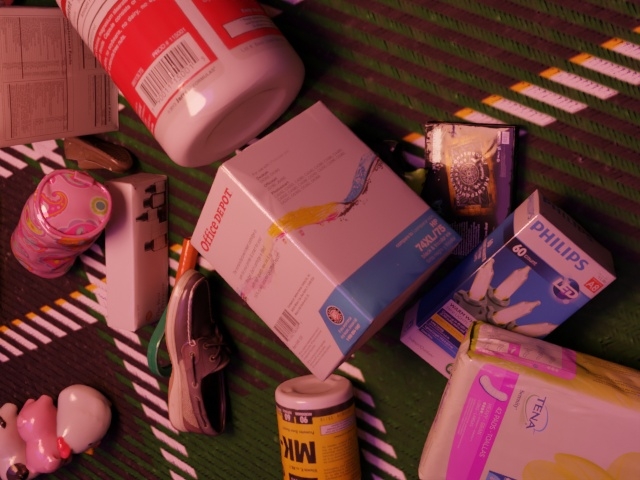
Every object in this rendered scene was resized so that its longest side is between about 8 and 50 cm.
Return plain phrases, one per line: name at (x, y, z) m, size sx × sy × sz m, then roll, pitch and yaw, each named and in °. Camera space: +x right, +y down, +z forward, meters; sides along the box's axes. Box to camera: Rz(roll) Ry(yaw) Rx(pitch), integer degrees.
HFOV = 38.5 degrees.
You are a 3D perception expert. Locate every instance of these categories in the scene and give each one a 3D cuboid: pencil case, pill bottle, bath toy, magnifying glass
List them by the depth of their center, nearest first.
pill bottle at (-0.224, -0.324, 1.286) m, size 0.229 × 0.229 × 0.408 m, roll -41°, pitch 81°, yaw 29°
pill bottle at (0.000, 0.316, 1.374) m, size 0.119 × 0.119 × 0.209 m, roll 0°, pitch 101°, yaw 28°
pencil case at (-0.418, -0.024, 1.460) m, size 0.124 × 0.124 × 0.284 m, roll 64°, pitch 152°, yaw 2°
magnifying glass at (-0.229, 0.110, 1.479) m, size 0.026 × 0.092 × 0.231 m, roll 15°, pitch 98°, yaw 28°
bath toy at (-0.516, 0.368, 1.660) m, size 0.348 × 0.129 × 0.151 m, roll -22°, pitch 124°, yaw 31°

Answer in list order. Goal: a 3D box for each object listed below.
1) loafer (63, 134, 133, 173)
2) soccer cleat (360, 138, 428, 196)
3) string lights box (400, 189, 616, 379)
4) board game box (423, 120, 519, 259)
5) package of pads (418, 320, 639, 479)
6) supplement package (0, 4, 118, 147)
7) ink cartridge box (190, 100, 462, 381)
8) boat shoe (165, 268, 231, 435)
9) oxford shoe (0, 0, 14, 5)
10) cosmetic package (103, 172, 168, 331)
loafer at (-0.367, -0.137, 1.508) m, size 0.148 × 0.056 × 0.050 m, roll 27°, pitch 114°, yaw 31°
soccer cleat at (0.072, -0.117, 1.269) m, size 0.179 × 0.060 × 0.072 m, roll 36°, pitch 111°, yaw 23°
string lights box at (0.239, 0.073, 1.193) m, size 0.133 × 0.077 × 0.260 m, roll 38°, pitch 119°, yaw -8°
board game box at (0.200, -0.065, 1.233) m, size 0.126 × 0.026 × 0.186 m, roll 7°, pitch 105°, yaw 27°
package of pads at (0.297, 0.245, 1.162) m, size 0.296 × 0.101 × 0.229 m, roll 18°, pitch 120°, yaw 8°
supplement package at (-0.473, -0.261, 1.414) m, size 0.199 × 0.262 × 0.198 m, roll 9°, pitch 106°, yaw 27°
ink cartridge box at (0.000, 0.000, 1.216) m, size 0.270 × 0.197 × 0.198 m, roll 45°, pitch 146°, yaw 9°
boat shoe at (-0.187, 0.183, 1.460) m, size 0.092 × 0.103 × 0.285 m, roll 11°, pitch 110°, yaw 20°
oxford shoe at (-0.497, -0.558, 1.450) m, size 0.140 × 0.147 × 0.397 m, roll 22°, pitch 129°, yaw 3°
cosmetic package at (-0.294, 0.017, 1.476) m, size 0.060 × 0.099 × 0.239 m, roll 9°, pitch 106°, yaw 27°
